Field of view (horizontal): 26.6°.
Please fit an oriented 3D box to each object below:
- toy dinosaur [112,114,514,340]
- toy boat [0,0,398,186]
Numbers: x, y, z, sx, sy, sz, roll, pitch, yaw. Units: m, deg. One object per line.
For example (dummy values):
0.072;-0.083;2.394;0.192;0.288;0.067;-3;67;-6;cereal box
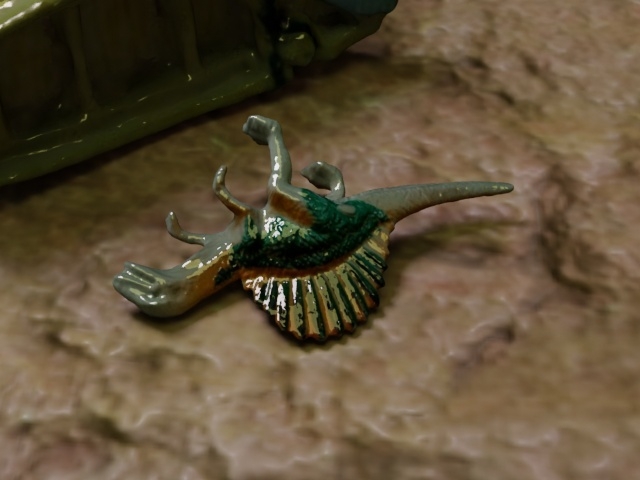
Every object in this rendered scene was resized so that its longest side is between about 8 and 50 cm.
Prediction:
0.000;0.002;0.651;0.187;0.044;0.106;12;58;-9;toy dinosaur
-0.090;-0.117;0.708;0.276;0.111;0.084;-26;47;-25;toy boat
